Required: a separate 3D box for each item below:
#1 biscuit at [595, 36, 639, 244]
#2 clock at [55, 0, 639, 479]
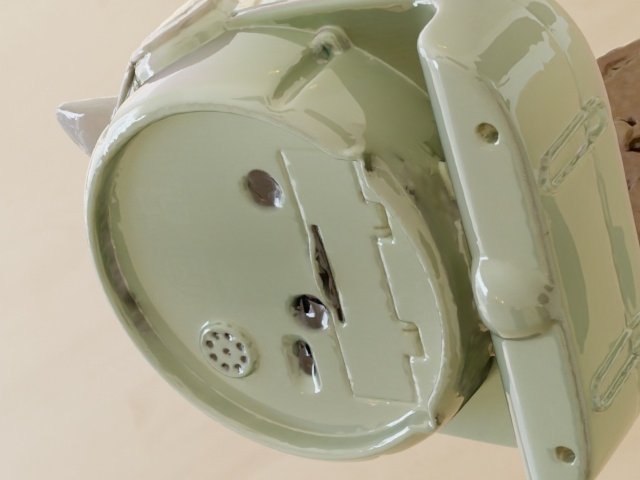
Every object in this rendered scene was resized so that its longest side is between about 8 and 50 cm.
[{"bbox_3d":[0.299,-0.052,1.563,0.296,0.075,0.296,-11,52,14],"label":"biscuit"},{"bbox_3d":[0.000,0.000,1.024,0.324,0.265,0.108,2,34,34],"label":"clock"}]
